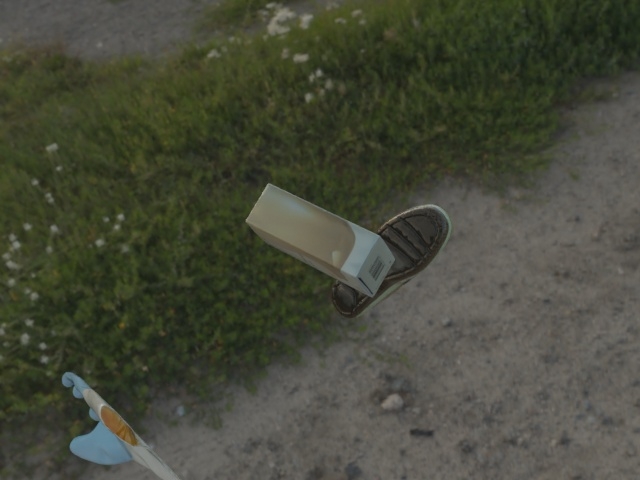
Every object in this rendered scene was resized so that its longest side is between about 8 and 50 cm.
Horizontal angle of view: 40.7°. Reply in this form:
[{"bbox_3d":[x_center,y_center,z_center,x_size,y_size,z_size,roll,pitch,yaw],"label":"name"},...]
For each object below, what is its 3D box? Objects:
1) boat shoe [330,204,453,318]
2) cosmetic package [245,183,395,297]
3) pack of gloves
[{"bbox_3d":[0.088,0.019,0.965,0.072,0.068,0.190,-10,-23,-45],"label":"boat shoe"},{"bbox_3d":[0.000,0.000,0.729,0.115,0.060,0.041,26,79,27],"label":"cosmetic package"},{"bbox_3d":[-0.126,0.186,0.635,0.046,0.195,0.232,-43,14,-18],"label":"pack of gloves"}]
